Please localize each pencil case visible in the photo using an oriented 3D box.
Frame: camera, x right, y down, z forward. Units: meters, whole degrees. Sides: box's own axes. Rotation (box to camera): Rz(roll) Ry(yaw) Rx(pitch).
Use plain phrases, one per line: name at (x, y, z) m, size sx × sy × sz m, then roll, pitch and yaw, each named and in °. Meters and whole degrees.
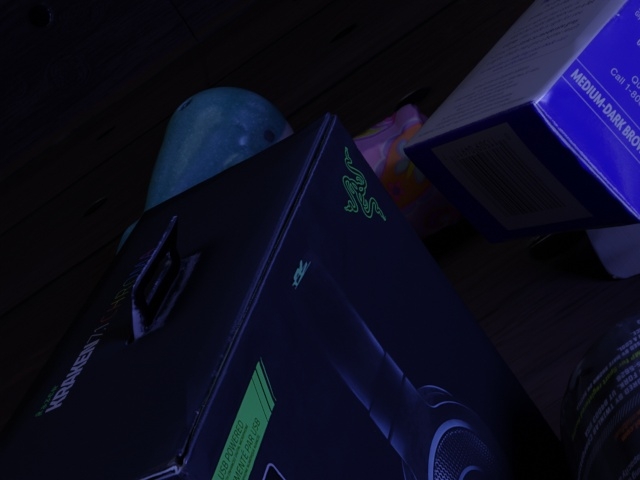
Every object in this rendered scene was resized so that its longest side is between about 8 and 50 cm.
pencil case at (0.000, 0.000, 0.970) m, size 0.284 × 0.124 × 0.124 m, roll -35°, pitch 21°, yaw 6°

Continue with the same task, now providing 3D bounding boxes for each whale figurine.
whale figurine at (-0.154, -0.081, 1.337) m, size 0.272 × 0.141 × 0.216 m, roll -48°, pitch 24°, yaw -27°

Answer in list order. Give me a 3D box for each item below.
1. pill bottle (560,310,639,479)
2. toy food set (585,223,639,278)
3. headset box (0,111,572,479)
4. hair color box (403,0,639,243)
pill bottle at (0.173, 0.130, 0.405) m, size 0.130 × 0.130 × 0.245 m, roll -30°, pitch 22°, yaw 15°
toy food set at (0.321, -0.115, 0.781) m, size 0.220 × 0.092 × 0.306 m, roll -32°, pitch 17°, yaw 44°
headset box at (-0.002, 0.115, 0.495) m, size 0.131 × 0.283 × 0.246 m, roll -25°, pitch 23°, yaw 27°
hair color box at (0.227, -0.154, 0.745) m, size 0.339 × 0.110 × 0.185 m, roll -49°, pitch 12°, yaw -16°
